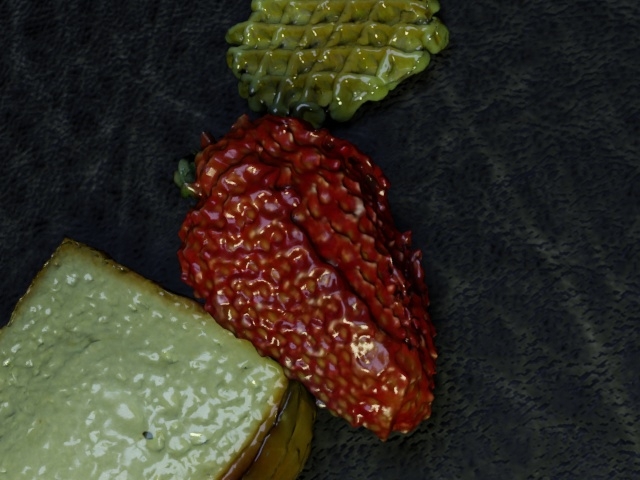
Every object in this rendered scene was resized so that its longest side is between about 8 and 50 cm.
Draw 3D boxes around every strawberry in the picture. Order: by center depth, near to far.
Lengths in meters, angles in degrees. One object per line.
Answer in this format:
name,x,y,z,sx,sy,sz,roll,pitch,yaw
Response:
strawberry,0.000,0.000,1.130,0.188,0.106,0.286,-15,54,-38

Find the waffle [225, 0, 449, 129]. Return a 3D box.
waffle,0.010,-0.170,1.315,0.183,0.036,0.169,-30,52,2

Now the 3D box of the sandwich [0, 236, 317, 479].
sandwich,-0.166,0.168,1.153,0.271,0.099,0.301,28,72,28
